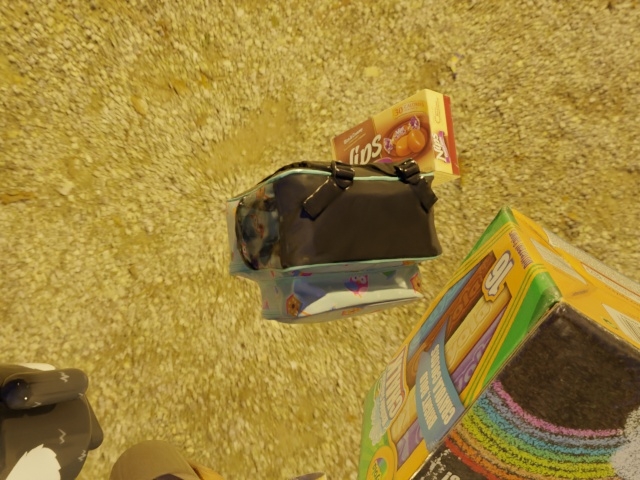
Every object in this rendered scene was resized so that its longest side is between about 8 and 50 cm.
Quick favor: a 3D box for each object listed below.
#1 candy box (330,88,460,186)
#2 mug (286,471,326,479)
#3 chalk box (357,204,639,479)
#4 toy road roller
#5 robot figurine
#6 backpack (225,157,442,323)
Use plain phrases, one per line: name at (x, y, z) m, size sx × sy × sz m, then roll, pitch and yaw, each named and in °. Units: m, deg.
candy box at (0.093, -0.112, 0.827) m, size 0.053 × 0.186 × 0.109 m, roll 6°, pitch 74°, yaw -40°
mug at (-0.020, 0.341, 0.798) m, size 0.062 × 0.078 × 0.064 m, roll -19°, pitch 79°, yaw 29°
chalk box at (0.141, 0.156, 0.476) m, size 0.180 × 0.179 × 0.289 m, roll 31°, pitch 112°, yaw -5°
toy road roller at (-0.189, 0.472, 0.909) m, size 0.329 × 0.202 × 0.241 m, roll 39°, pitch 76°, yaw -25°
robot figurine at (-0.378, 0.228, 0.704) m, size 0.173 × 0.278 × 0.209 m, roll 13°, pitch 85°, yaw 23°
backpack at (0.000, 0.000, 0.568) m, size 0.165 × 0.188 × 0.145 m, roll -7°, pitch 97°, yaw -29°
